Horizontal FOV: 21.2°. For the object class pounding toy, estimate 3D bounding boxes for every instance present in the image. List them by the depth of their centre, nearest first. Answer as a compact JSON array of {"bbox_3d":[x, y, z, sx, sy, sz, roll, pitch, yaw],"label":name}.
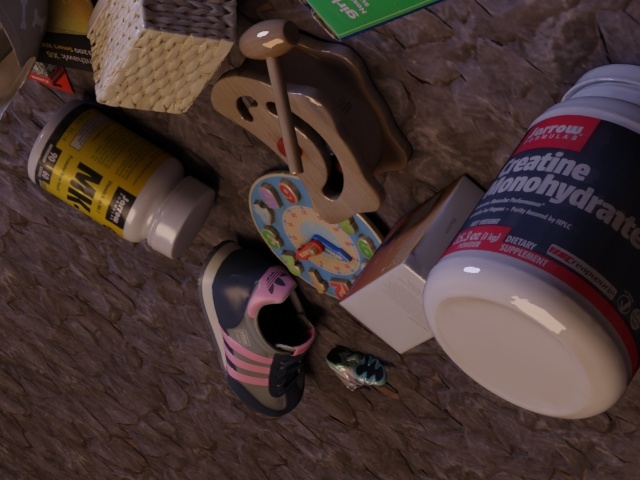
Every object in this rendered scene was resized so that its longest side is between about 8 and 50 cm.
[{"bbox_3d":[-0.036,-0.112,1.736,0.154,0.155,0.269,4,139,40],"label":"pounding toy"}]

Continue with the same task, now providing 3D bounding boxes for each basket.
[{"bbox_3d":[-0.158,-0.209,1.716,0.113,0.103,0.167,5,154,-24],"label":"basket"}]

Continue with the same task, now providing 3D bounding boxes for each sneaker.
[{"bbox_3d":[-0.059,0.138,2.207,0.131,0.112,0.319,22,151,32],"label":"sneaker"},{"bbox_3d":[0.057,0.178,2.221,0.098,0.038,0.069,25,154,41],"label":"sneaker"}]

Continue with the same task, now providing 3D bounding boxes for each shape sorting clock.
[{"bbox_3d":[0.000,0.000,1.997,0.206,0.040,0.206,27,152,16],"label":"shape sorting clock"}]

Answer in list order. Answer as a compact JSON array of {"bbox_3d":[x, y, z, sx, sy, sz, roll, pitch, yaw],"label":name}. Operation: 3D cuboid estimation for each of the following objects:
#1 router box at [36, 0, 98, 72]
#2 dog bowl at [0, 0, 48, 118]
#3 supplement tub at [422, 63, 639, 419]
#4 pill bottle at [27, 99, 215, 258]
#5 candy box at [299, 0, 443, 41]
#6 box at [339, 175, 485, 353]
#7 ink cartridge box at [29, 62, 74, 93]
[{"bbox_3d":[-0.358,-0.308,1.837,0.308,0.081,0.243,12,145,24],"label":"router box"},{"bbox_3d":[-0.440,-0.266,1.784,0.348,0.102,0.349,19,148,13],"label":"dog bowl"},{"bbox_3d":[0.228,-0.001,1.474,0.191,0.272,0.191,27,152,16],"label":"supplement tub"},{"bbox_3d":[-0.240,-0.072,2.078,0.208,0.119,0.119,31,153,10],"label":"pill bottle"},{"bbox_3d":[0.135,-0.285,1.139,0.122,0.268,0.317,49,151,-16],"label":"candy box"},{"bbox_3d":[0.117,0.028,1.807,0.091,0.130,0.170,39,152,-8],"label":"box"},{"bbox_3d":[-0.345,-0.216,2.069,0.062,0.029,0.115,20,148,28],"label":"ink cartridge box"}]
